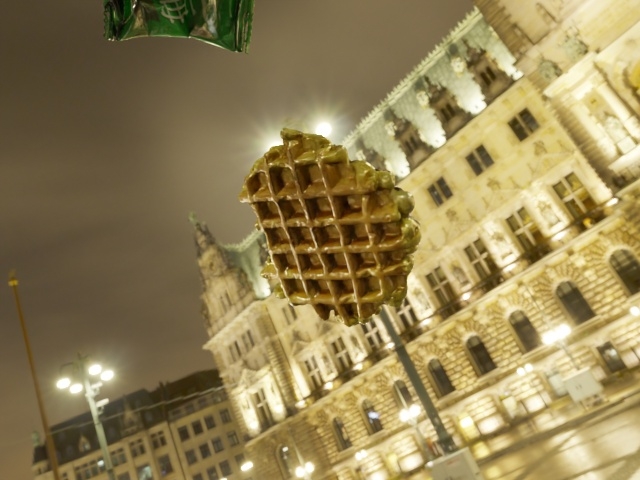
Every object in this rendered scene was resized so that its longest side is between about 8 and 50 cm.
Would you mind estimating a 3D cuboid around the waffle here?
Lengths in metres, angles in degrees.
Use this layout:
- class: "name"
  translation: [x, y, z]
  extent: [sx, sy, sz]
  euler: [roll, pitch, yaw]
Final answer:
- class: "waffle"
  translation: [0.001, -0.008, 0.795]
  extent: [0.058, 0.281, 0.301]
  euler: [-45, -31, -48]

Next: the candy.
- class: "candy"
  translation: [-0.187, -0.338, 0.751]
  extent: [0.203, 0.078, 0.141]
  euler: [3, -63, -8]
